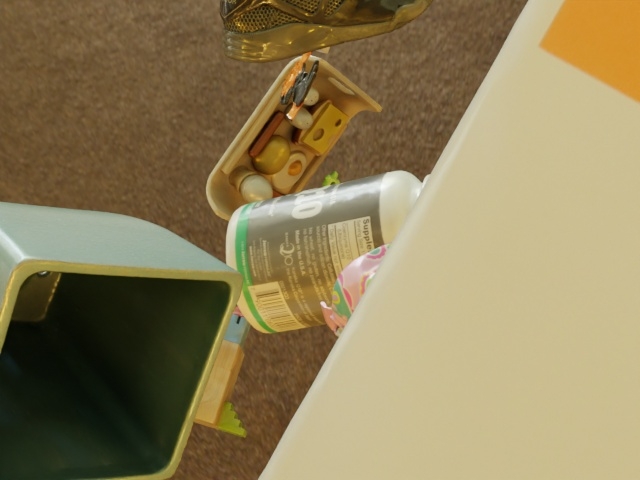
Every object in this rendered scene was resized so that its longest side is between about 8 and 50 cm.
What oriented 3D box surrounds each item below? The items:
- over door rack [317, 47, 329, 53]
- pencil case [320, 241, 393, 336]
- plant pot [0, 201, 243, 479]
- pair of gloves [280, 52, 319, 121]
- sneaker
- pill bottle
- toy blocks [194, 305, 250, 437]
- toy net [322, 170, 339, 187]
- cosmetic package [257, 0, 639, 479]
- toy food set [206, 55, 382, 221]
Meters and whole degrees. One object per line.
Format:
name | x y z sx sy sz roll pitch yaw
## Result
over door rack | 0.018 -0.336 1.146 0.108 0.324 0.239 22 95 10
pencil case | 0.118 0.103 0.970 0.124 0.124 0.284 -39 39 -13
plant pot | -0.275 0.078 1.080 0.252 0.248 0.247 37 113 43
pair of gloves | -0.025 -0.180 1.211 0.010 0.083 0.074 22 109 -22
sneaker | 0.011 -0.244 0.947 0.228 0.130 0.087 -18 30 -27
pill bottle | 0.061 0.012 1.572 0.361 0.204 0.204 -11 67 19
toy blocks | -0.278 0.167 1.901 0.381 0.191 0.260 16 74 7
toy net | 0.000 0.000 1.859 0.045 0.122 0.232 21 74 43
cosmetic package | 0.141 0.063 0.377 0.230 0.161 0.453 38 108 33
toy food set | -0.037 -0.144 1.809 0.092 0.220 0.306 41 98 34
